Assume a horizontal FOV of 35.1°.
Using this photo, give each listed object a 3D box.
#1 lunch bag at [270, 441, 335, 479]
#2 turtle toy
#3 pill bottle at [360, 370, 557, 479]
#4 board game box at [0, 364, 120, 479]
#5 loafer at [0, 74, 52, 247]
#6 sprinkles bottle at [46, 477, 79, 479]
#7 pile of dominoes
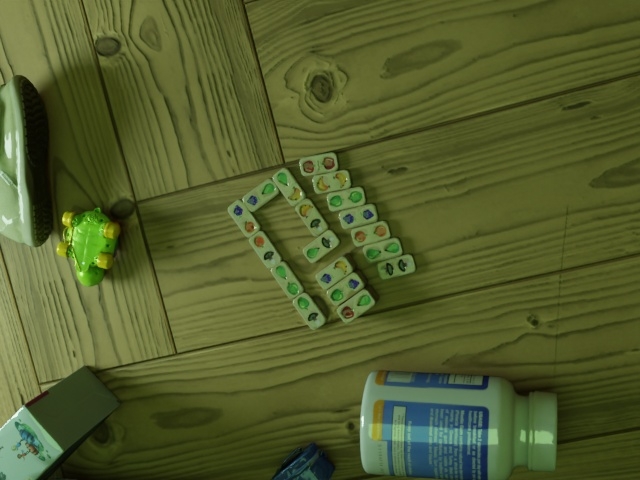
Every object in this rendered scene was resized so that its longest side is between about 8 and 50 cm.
[{"bbox_3d":[-0.028,0.357,1.560,0.098,0.067,0.065,-43,88,13],"label":"lunch bag"},{"bbox_3d":[-0.357,0.011,1.586,0.095,0.066,0.130,16,101,11],"label":"turtle toy"},{"bbox_3d":[0.201,0.269,1.457,0.271,0.152,0.152,2,98,12],"label":"pill bottle"},{"bbox_3d":[-0.476,0.351,1.576,0.097,0.224,0.303,45,103,2],"label":"board game box"},{"bbox_3d":[-0.480,-0.121,1.577,0.092,0.102,0.269,0,98,6],"label":"loafer"},{"bbox_3d":[-0.273,0.450,1.598,0.355,0.121,0.121,2,98,11],"label":"sprinkles bottle"},{"bbox_3d":[0.000,0.000,1.522,0.196,0.040,0.251,-36,89,14],"label":"pile of dominoes"}]
